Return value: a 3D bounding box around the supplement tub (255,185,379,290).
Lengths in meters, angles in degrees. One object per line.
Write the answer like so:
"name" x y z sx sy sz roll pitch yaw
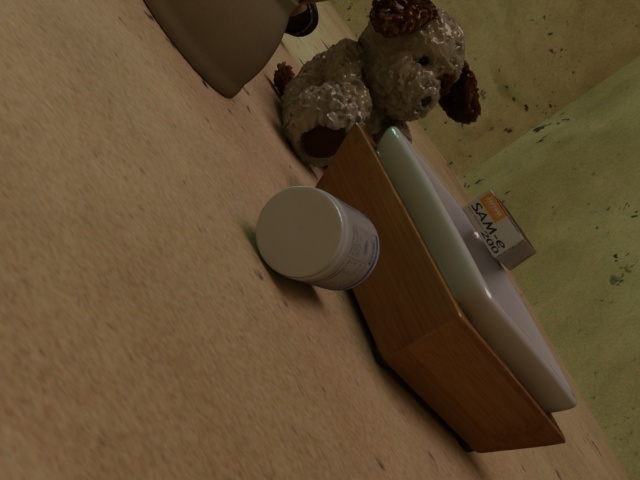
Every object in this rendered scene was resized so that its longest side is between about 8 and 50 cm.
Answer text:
"supplement tub" 0.000 0.000 0.847 0.071 0.071 0.107 59 11 17

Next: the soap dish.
"soap dish" 0.111 0.049 1.061 0.229 0.118 0.291 47 13 -40

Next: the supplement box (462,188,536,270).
"supplement box" 0.183 -0.009 1.129 0.062 0.036 0.098 59 11 19

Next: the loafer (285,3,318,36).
"loafer" -0.089 -0.389 1.659 0.220 0.080 0.078 47 22 -17

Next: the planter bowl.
"planter bowl" -0.090 -0.234 1.058 0.162 0.109 0.162 52 11 -15

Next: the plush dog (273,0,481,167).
"plush dog" 0.071 -0.185 1.298 0.262 0.225 0.210 40 19 -54

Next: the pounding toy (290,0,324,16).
"pounding toy" -0.047 -0.310 1.391 0.100 0.141 0.130 54 11 -9
